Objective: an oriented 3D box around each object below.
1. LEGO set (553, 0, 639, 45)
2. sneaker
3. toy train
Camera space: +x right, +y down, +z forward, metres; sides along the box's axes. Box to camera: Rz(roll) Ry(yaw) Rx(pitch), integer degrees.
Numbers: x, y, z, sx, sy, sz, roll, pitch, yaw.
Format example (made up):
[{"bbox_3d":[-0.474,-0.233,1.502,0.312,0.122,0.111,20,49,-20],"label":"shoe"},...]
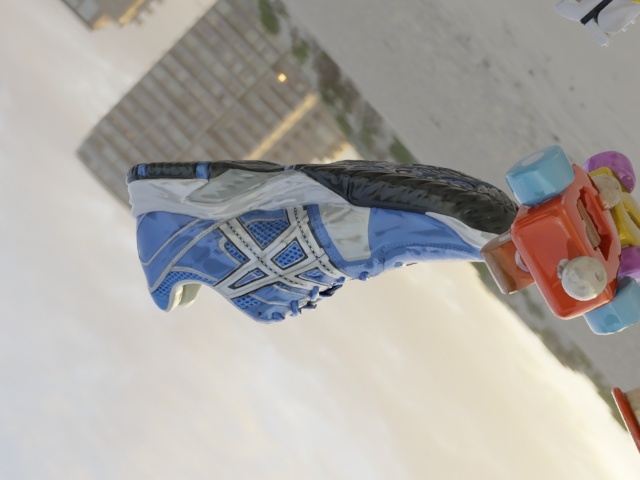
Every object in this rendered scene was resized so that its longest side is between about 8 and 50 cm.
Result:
[{"bbox_3d":[0.286,-0.213,0.889,0.093,0.227,0.087,49,-148,0],"label":"LEGO set"},{"bbox_3d":[0.000,0.000,0.591,0.080,0.211,0.081,-9,-80,-63],"label":"sneaker"},{"bbox_3d":[0.101,0.036,0.392,0.166,0.046,0.125,57,-154,-15],"label":"toy train"}]
